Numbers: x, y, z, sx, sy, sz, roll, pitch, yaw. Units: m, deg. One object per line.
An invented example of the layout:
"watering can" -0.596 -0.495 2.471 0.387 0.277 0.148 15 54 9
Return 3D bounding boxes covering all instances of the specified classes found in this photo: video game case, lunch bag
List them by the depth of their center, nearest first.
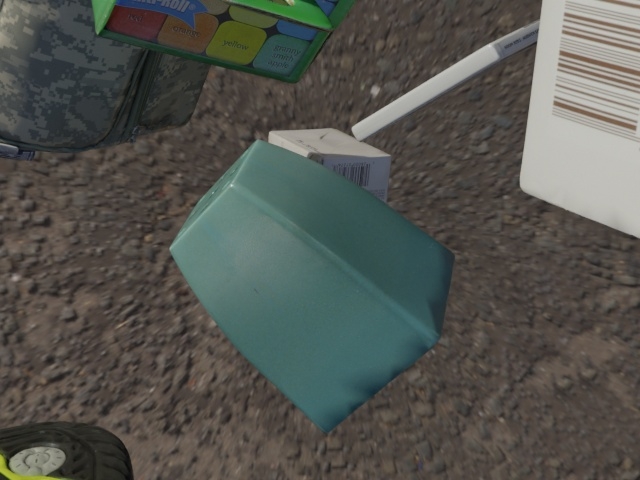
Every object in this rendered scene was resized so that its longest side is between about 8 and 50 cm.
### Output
"video game case" 0.146 -0.170 1.164 0.190 0.173 0.022 -28 93 40
"lunch bag" -0.258 -0.242 1.207 0.256 0.305 0.212 -17 61 -38

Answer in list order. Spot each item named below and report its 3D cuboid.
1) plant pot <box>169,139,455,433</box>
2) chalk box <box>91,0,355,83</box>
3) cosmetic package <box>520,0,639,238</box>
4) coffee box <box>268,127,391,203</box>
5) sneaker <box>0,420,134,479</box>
"plant pot" -0.015 0.026 1.095 0.234 0.165 0.165 41 119 -10
"chalk box" -0.049 -0.182 0.628 0.132 0.213 0.132 12 135 -30
"cosmetic package" 0.185 -0.077 0.422 0.231 0.085 0.117 -13 117 -35
"coffee box" 0.000 0.000 1.642 0.119 0.168 0.297 -5 111 -29
"sneaker" -0.165 0.251 0.565 0.145 0.384 0.147 -1 126 -2
